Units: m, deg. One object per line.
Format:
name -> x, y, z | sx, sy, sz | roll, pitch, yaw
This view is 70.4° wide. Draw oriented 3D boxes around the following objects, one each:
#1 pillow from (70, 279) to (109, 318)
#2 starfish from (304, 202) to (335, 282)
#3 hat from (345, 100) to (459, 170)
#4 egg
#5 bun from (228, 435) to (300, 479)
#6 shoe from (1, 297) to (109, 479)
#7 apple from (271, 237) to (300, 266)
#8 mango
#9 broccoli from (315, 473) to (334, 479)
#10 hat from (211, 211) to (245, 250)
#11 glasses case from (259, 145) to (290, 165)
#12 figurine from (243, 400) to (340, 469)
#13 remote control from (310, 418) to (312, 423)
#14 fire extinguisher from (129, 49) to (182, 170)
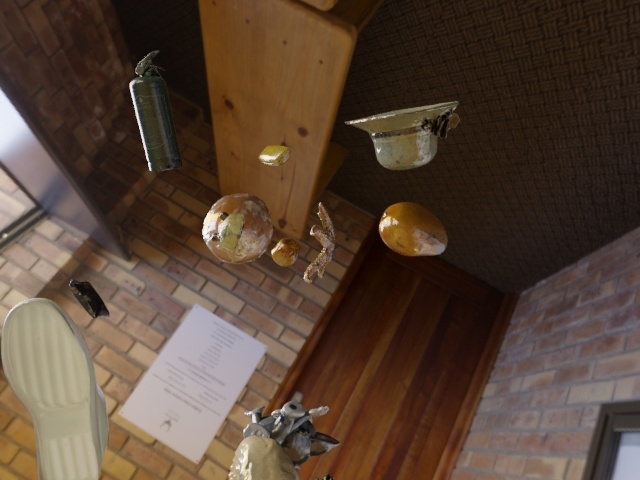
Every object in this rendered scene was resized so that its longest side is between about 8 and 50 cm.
pillow -> -0.750, 0.191, 1.473 | 0.150, 0.048, 0.090 | 53, -166, 3
starfish -> 0.011, 0.000, 1.708 | 0.094, 0.327, 0.375 | 6, 122, 7
hat -> 0.190, -0.228, 1.023 | 0.257, 0.257, 0.130 | 6, 113, 46
egg -> -0.224, -0.031, 1.257 | 0.195, 0.233, 0.195 | 1, 114, 3
bun -> -0.077, 0.400, 0.632 | 0.116, 0.237, 0.210 | 10, 152, -16
shoe -> -0.467, 0.270, 0.838 | 0.160, 0.132, 0.363 | -159, 60, -75
apple -> -0.138, 0.046, 1.797 | 0.102, 0.114, 0.099 | 29, -161, -13
mango -> 0.251, -0.028, 1.211 | 0.221, 0.151, 0.120 | 3, 148, -41
broccoli -> 0.005, 0.713, 1.032 | 0.277, 0.338, 0.317 | -14, 160, 24
hat -> -0.200, -0.024, 0.993 | 0.059, 0.076, 0.077 | 18, 128, -20
glasses case -> -0.176, -0.321, 1.721 | 0.064, 0.079, 0.234 | 37, 175, -25
figurine -> -0.067, 0.411, 0.953 | 0.193, 0.140, 0.265 | -17, 166, 2
remote control -> -0.063, 0.512, 1.248 | 0.032, 0.074, 0.122 | 15, 160, -30
fire extinguisher -> -0.453, -0.351, 1.254 | 0.114, 0.095, 0.311 | -1, 110, 19
